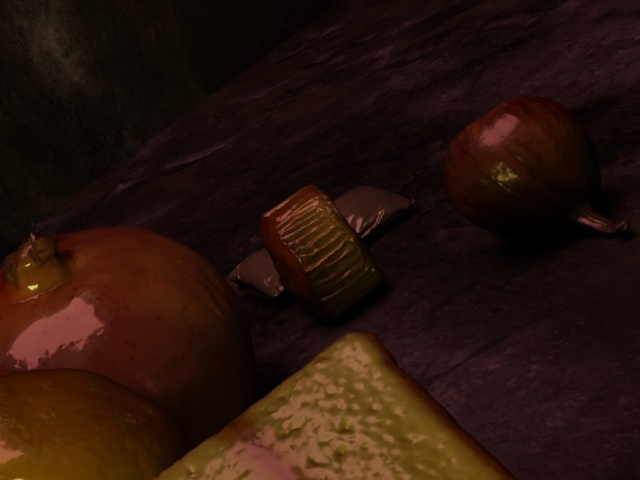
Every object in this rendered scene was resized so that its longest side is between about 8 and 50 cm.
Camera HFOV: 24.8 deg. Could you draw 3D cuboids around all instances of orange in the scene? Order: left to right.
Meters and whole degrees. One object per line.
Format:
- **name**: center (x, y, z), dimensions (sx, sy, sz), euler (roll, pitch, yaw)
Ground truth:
- **orange**: center (-0.222, 0.241, 1.192), dimensions (0.279, 0.279, 0.235), euler (-31, 7, 2)

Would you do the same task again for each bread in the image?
- **bread**: center (-0.006, 0.014, 1.699), dimensions (0.114, 0.132, 0.190), euler (-35, 15, -7)
- **bread**: center (0.061, 0.272, 1.005), dimensions (0.233, 0.245, 0.362), euler (-35, 48, -17)

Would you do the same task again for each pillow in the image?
- **pillow**: center (0.000, 0.000, 1.871), dimensions (0.230, 0.050, 0.148), euler (-37, 27, -15)

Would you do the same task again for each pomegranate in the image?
- **pomegranate**: center (-0.230, 0.124, 1.451), dimensions (0.338, 0.338, 0.338), euler (-28, 17, 10)

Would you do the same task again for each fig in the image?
- **fig**: center (0.234, -0.067, 1.538), dimensions (0.149, 0.202, 0.148), euler (-57, -9, -34)
